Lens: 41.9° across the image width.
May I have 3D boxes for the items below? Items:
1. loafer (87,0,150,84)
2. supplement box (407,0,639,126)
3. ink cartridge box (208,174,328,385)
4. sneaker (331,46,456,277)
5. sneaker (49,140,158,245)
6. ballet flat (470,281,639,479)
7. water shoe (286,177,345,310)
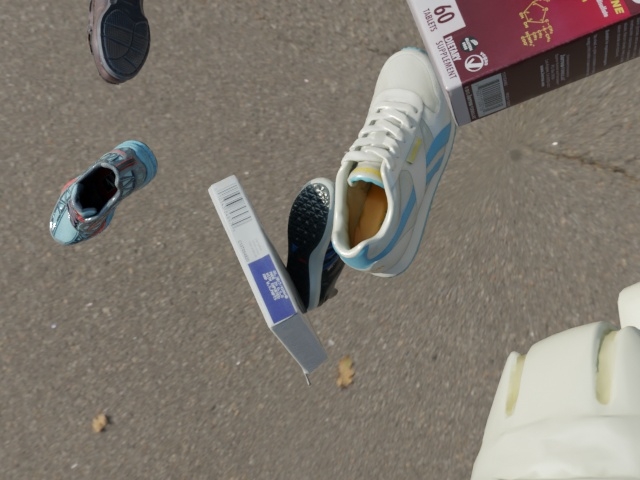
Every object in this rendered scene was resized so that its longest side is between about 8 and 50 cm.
[{"bbox_3d":[-0.386,-0.409,1.571,0.095,0.109,0.303,-28,55,39],"label":"loafer"},{"bbox_3d":[0.196,-0.199,0.660,0.239,0.073,0.130,-21,67,9],"label":"supplement box"},{"bbox_3d":[-0.060,0.057,1.098,0.045,0.224,0.223,-26,61,-2],"label":"ink cartridge box"},{"bbox_3d":[0.070,-0.081,0.810,0.087,0.092,0.229,8,84,30],"label":"sneaker"},{"bbox_3d":[-0.399,-0.074,1.423,0.262,0.125,0.104,-40,92,29],"label":"sneaker"},{"bbox_3d":[0.189,0.114,0.464,0.164,0.482,0.182,-10,91,43],"label":"ballet flat"},{"bbox_3d":[0.000,0.000,1.159,0.073,0.080,0.203,33,125,32],"label":"water shoe"}]
